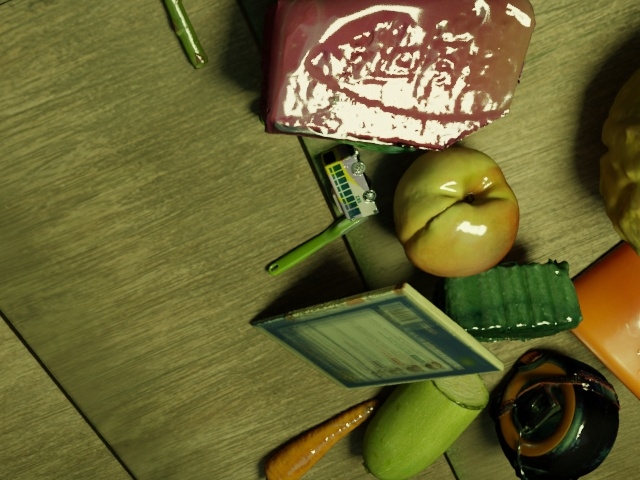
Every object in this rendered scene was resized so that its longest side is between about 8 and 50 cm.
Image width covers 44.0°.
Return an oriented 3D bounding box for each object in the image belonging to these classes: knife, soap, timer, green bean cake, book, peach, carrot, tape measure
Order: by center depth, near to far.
[{"bbox_3d":[0.093,-0.216,0.949,0.325,0.127,0.220,4,108,-16],"label":"soap"},{"bbox_3d":[0.183,-0.035,1.081,0.184,0.184,0.184,-5,124,-8],"label":"peach"},{"bbox_3d":[0.000,0.000,1.161,0.184,0.022,0.026,-32,149,9],"label":"knife"},{"bbox_3d":[0.076,0.151,1.171,0.322,0.018,0.228,-17,134,45],"label":"book"},{"bbox_3d":[0.263,0.099,1.189,0.208,0.107,0.193,-6,168,-6],"label":"green bean cake"},{"bbox_3d":[0.546,0.110,1.297,0.257,0.161,0.250,-41,106,16],"label":"timer"},{"bbox_3d":[0.388,0.297,1.328,0.135,0.202,0.223,20,122,-26],"label":"tape measure"},{"bbox_3d":[-0.001,0.350,1.371,0.257,0.061,0.061,-39,122,10],"label":"carrot"}]

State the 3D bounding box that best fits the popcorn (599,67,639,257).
[{"bbox_3d":[0.553,-0.116,1.005,0.354,0.344,0.390,19,106,-4],"label":"popcorn"}]

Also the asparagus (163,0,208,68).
[{"bbox_3d":[-0.185,-0.312,0.917,0.025,0.024,0.248,-46,132,-33],"label":"asparagus"}]

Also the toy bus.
[{"bbox_3d":[0.041,-0.079,1.098,0.058,0.052,0.102,-21,123,5],"label":"toy bus"}]

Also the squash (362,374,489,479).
[{"bbox_3d":[0.160,0.312,1.337,0.132,0.132,0.247,23,118,-24],"label":"squash"}]

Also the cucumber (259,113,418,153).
[{"bbox_3d":[0.041,-0.152,1.050,0.250,0.056,0.056,9,121,-17],"label":"cucumber"}]
